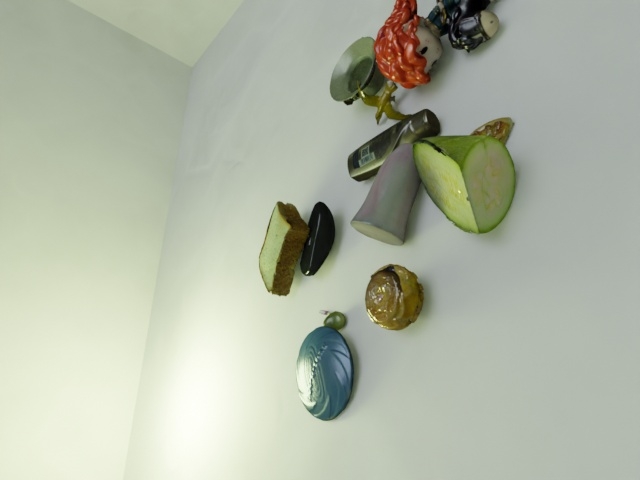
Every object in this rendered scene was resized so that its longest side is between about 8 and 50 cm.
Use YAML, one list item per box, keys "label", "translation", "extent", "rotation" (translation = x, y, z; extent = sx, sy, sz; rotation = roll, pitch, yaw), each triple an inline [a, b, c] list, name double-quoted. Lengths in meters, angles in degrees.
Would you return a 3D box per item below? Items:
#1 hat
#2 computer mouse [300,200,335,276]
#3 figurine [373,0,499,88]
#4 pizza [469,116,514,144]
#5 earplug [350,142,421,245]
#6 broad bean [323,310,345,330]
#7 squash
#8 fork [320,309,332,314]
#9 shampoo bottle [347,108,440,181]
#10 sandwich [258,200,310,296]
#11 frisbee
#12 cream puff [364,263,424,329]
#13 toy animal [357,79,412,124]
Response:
- label: "hat"
  translation: [0.161, -0.601, 1.880]
  extent: [0.257, 0.130, 0.258]
  rotation: [-32, 48, 43]
- label: "computer mouse"
  translation: [0.000, 0.000, 1.815]
  extent: [0.137, 0.086, 0.270]
  rotation: [-167, 89, -72]
- label: "figurine"
  translation: [0.363, -0.662, 1.586]
  extent: [0.411, 0.241, 0.307]
  rotation: [-18, 80, 28]
- label: "pizza"
  translation: [0.445, -0.260, 1.374]
  extent: [0.175, 0.046, 0.134]
  rotation: [-45, 40, 31]
- label: "earplug"
  translation: [0.225, -0.154, 1.543]
  extent: [0.172, 0.172, 0.302]
  rotation: [9, 73, 56]
- label: "broad bean"
  translation: [0.046, 0.262, 1.651]
  extent: [0.083, 0.045, 0.063]
  rotation: [-36, 56, 31]
- label: "squash"
  translation: [0.321, -0.166, 1.336]
  extent: [0.210, 0.234, 0.308]
  rotation: [-40, 30, -26]
- label: "fork"
  translation: [0.037, 0.244, 1.704]
  extent: [0.115, 0.012, 0.016]
  rotation: [0, 76, 49]
- label: "shampoo bottle"
  translation: [0.232, -0.309, 1.665]
  extent: [0.350, 0.084, 0.126]
  rotation: [-28, 53, 44]
- label: "sandwich"
  translation: [-0.147, 0.024, 1.946]
  extent: [0.271, 0.099, 0.301]
  rotation: [-116, 40, -60]
- label: "frisbee"
  translation: [-0.004, 0.412, 1.597]
  extent: [0.289, 0.049, 0.290]
  rotation: [-18, 67, 50]
- label: "cream puff"
  translation: [0.207, 0.155, 1.409]
  extent: [0.189, 0.129, 0.189]
  rotation: [-16, 69, 48]
- label: "toy animal"
  translation: [0.228, -0.469, 1.770]
  extent: [0.219, 0.155, 0.095]
  rotation: [34, 72, 16]
